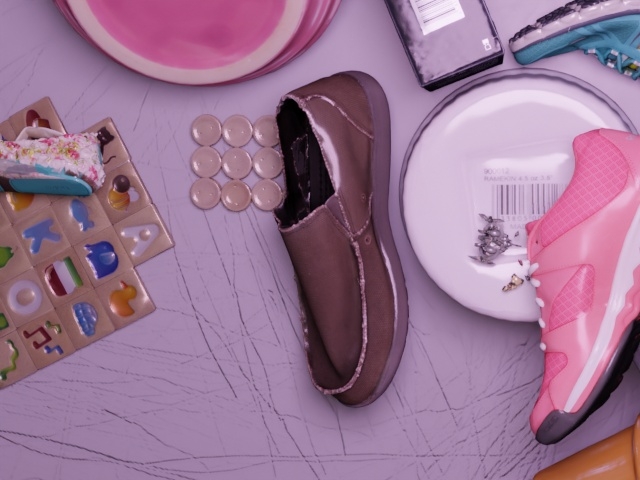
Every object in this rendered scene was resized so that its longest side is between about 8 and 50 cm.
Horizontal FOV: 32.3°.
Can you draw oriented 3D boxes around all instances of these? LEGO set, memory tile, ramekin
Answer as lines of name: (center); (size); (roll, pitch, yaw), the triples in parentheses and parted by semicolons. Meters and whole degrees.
LEGO set: (0.178, 0.011, 1.095); (0.083, 0.023, 0.054); (45, 101, 3)
memory tile: (-0.078, -0.089, 1.275); (0.148, 0.012, 0.113); (1, 97, 9)
ramekin: (0.214, -0.045, 1.165); (0.277, 0.135, 0.277); (1, 97, 10)

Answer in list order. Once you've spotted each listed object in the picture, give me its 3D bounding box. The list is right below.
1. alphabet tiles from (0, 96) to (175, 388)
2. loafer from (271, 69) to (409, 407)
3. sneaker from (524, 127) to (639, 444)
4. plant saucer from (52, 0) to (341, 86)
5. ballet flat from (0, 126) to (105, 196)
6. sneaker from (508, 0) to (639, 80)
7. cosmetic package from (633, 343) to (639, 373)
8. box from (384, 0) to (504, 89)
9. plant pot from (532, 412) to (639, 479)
alphabet tiles: (-0.357, 0.006, 1.337); (0.342, 0.011, 0.285); (-27, 91, 12)
loafer: (0.000, 0.000, 1.193); (0.134, 0.130, 0.366); (-8, 87, 51)
sneaker: (0.250, 0.039, 1.060); (0.136, 0.116, 0.314); (24, 99, 24)
plant saucer: (-0.135, -0.285, 1.136); (0.332, 0.084, 0.332); (1, 134, 1)
ballet flat: (-0.363, -0.097, 1.290); (0.241, 0.091, 0.077); (5, 67, 6)
sneaker: (0.335, -0.210, 1.145); (0.275, 0.107, 0.110); (-7, 104, 11)
cosmetic package: (0.438, 0.099, 1.095); (0.224, 0.224, 0.138); (19, 96, 7)
box: (0.121, -0.243, 1.147); (0.093, 0.158, 0.156); (-22, 92, 11)
plant pot: (0.331, 0.286, 1.161); (0.188, 0.205, 0.205); (-21, 92, 27)
